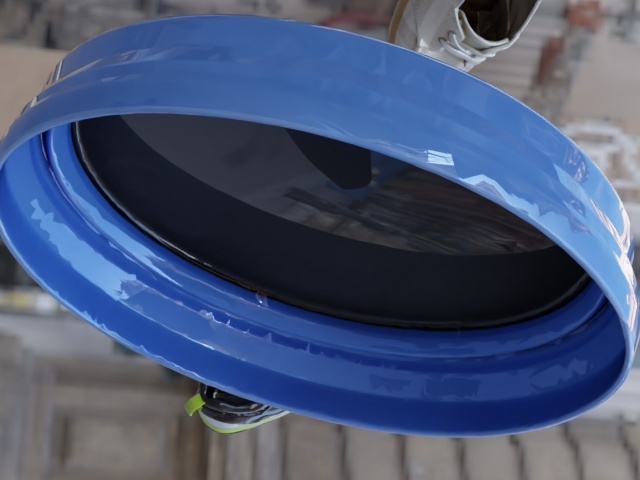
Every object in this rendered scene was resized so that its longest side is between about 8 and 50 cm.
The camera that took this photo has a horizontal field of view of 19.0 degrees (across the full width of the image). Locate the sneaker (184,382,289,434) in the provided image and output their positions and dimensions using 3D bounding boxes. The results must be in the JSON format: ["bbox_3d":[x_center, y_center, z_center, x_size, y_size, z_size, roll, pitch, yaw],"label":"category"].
[{"bbox_3d":[-0.018,0.113,1.808,0.084,0.234,0.097,57,-6,18],"label":"sneaker"}]

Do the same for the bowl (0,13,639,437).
[{"bbox_3d":[0.000,0.000,1.141,0.391,0.391,0.077,115,-7,-64],"label":"bowl"}]

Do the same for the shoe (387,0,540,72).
[{"bbox_3d":[0.112,-0.173,1.333,0.219,0.076,0.058,-57,-143,41],"label":"shoe"}]
